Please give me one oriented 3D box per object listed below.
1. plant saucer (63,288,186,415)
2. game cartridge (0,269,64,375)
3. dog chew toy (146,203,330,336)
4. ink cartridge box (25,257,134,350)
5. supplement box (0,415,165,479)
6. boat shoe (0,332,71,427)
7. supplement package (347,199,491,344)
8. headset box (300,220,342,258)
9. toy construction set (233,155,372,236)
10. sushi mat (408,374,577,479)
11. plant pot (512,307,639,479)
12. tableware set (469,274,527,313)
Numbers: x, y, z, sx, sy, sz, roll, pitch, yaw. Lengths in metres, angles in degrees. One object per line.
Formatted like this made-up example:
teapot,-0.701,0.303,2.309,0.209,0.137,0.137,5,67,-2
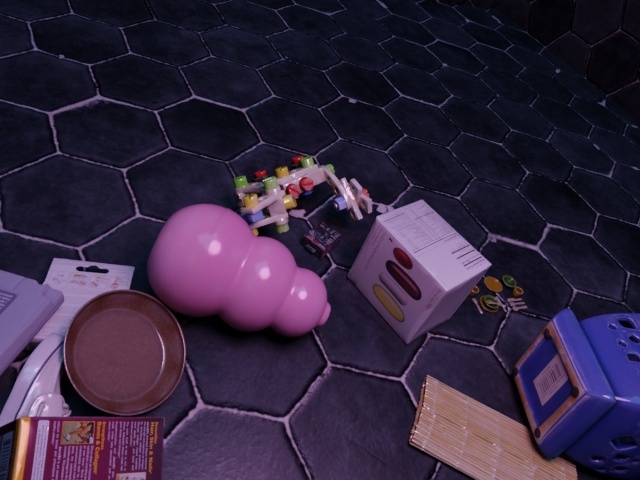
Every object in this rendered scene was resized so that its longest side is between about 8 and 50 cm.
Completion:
plant saucer,-0.311,0.177,0.807,0.199,0.036,0.198,25,52,-36
game cartridge,-0.579,0.115,0.767,0.294,0.060,0.196,15,39,7
dog chew toy,-0.137,0.071,0.924,0.332,0.206,0.206,26,43,-8
ink cartridge box,-0.412,0.113,0.879,0.145,0.045,0.179,7,39,-15
supplement box,-0.305,0.285,0.651,0.188,0.081,0.104,19,54,-43
boat shoe,-0.393,0.257,0.702,0.088,0.096,0.267,17,45,-12
supplement package,0.196,0.064,1.056,0.149,0.194,0.203,-22,58,-36
headset box,0.000,0.000,1.157,0.062,0.032,0.083,36,46,15
toy construction set,-0.051,-0.106,1.130,0.328,0.151,0.215,-9,17,-27
sushi mat,0.318,0.379,0.923,0.317,0.019,0.151,27,42,4
plant pot,0.509,0.275,0.941,0.212,0.236,0.236,11,39,-8
tableware set,0.422,0.123,1.213,0.154,0.024,0.104,-2,48,-23
